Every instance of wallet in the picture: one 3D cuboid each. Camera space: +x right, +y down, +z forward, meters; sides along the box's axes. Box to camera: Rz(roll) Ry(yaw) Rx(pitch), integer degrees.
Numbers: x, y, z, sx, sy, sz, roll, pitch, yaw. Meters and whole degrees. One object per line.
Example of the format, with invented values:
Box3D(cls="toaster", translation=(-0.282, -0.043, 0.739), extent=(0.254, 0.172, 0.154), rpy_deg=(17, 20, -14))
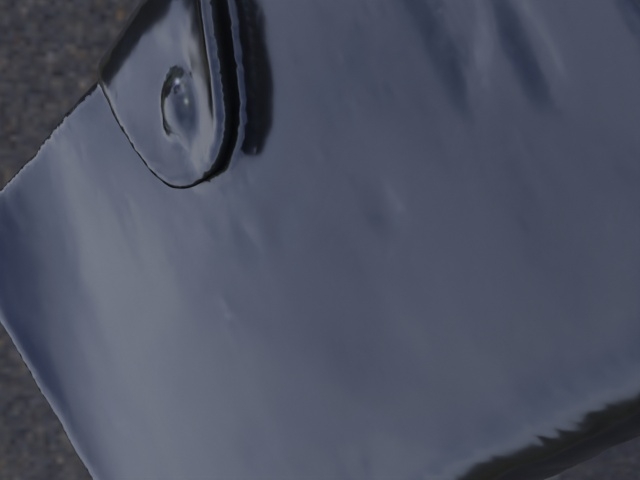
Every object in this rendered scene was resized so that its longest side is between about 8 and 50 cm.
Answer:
Box3D(cls="wallet", translation=(0.000, 0.000, 0.551), extent=(0.197, 0.051, 0.377), rpy_deg=(61, 145, 6))
